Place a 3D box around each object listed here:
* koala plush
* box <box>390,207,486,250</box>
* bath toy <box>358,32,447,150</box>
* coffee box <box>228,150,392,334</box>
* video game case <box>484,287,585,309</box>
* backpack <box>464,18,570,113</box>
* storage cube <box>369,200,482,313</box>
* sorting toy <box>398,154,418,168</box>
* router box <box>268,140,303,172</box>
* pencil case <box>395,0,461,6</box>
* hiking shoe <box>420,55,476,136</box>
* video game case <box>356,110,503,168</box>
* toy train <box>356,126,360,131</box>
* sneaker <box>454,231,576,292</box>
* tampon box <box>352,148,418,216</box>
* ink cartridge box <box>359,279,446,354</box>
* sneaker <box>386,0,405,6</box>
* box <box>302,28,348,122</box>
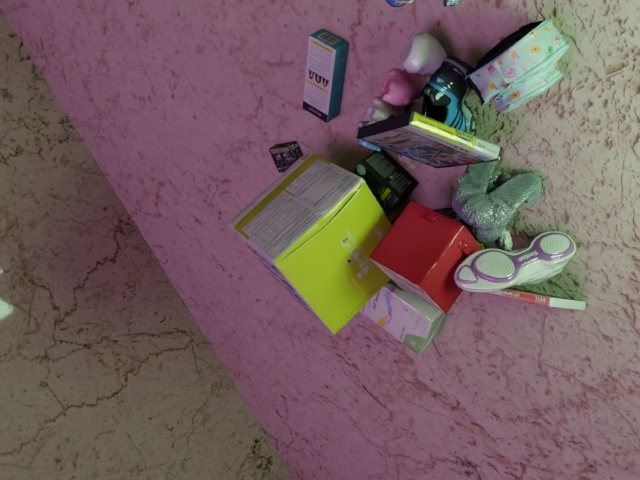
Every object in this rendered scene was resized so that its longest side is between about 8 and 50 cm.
[{"bbox_3d":[0.421,-0.069,1.614,0.196,0.203,0.221,31,154,26],"label":"koala plush"},{"bbox_3d":[0.352,0.016,1.871,0.270,0.060,0.216,-7,115,52],"label":"box"},{"bbox_3d":[0.215,-0.373,1.610,0.129,0.151,0.348,17,143,-13],"label":"bath toy"},{"bbox_3d":[0.000,0.000,1.884,0.334,0.338,0.337,35,165,53],"label":"coffee box"},{"bbox_3d":[0.522,0.142,1.688,0.285,0.204,0.025,9,90,45],"label":"video game case"},{"bbox_3d":[0.422,-0.366,1.330,0.144,0.166,0.188,53,148,3],"label":"backpack"},{"bbox_3d":[0.283,0.044,1.671,0.215,0.193,0.184,32,173,43],"label":"storage cube"},{"bbox_3d":[0.236,-0.248,1.779,0.075,0.045,0.083,12,131,53],"label":"sorting toy"},{"bbox_3d":[-0.112,-0.282,2.155,0.122,0.038,0.092,1,123,49],"label":"router box"},{"bbox_3d":[0.230,-0.682,1.249,0.160,0.183,0.410,24,137,35],"label":"pencil case"},{"bbox_3d":[0.292,-0.301,1.528,0.113,0.132,0.304,41,167,32],"label":"hiking shoe"},{"bbox_3d":[0.253,-0.233,1.529,0.248,0.035,0.275,17,176,-21],"label":"video game case"},{"bbox_3d":[0.139,-0.320,1.844,0.083,0.017,0.023,5,135,48],"label":"toy train"},{"bbox_3d":[0.485,0.082,1.593,0.152,0.305,0.114,80,175,-56],"label":"sneaker"},{"bbox_3d":[0.178,-0.167,1.864,0.161,0.101,0.120,45,146,9],"label":"tampon box"},{"bbox_3d":[0.236,0.193,2.117,0.353,0.119,0.207,35,143,23],"label":"ink cartridge box"},{"bbox_3d":[0.135,-0.676,1.397,0.130,0.147,0.330,17,134,40],"label":"sneaker"},{"bbox_3d":[0.012,-0.465,1.816,0.100,0.060,0.244,36,143,23],"label":"box"}]
